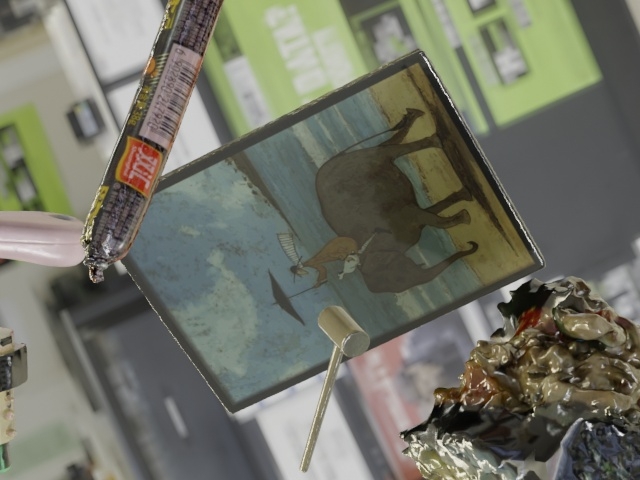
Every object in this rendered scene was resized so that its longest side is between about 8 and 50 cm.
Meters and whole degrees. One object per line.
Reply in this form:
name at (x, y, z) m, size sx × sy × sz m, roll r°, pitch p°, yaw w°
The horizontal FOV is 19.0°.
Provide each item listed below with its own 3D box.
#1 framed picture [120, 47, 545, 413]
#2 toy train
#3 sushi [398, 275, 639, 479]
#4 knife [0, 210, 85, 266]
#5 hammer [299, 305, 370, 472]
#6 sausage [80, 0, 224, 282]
framed picture at (0.000, 0.000, 1.754) m, size 0.265 × 0.347 × 0.016 m, roll 58°, pitch -165°, yaw -29°
toy train at (-0.292, 0.138, 1.623) m, size 0.087 × 0.050 × 0.138 m, roll 9°, pitch 107°, yaw 29°
sushi at (0.203, 0.150, 1.580) m, size 0.238 × 0.219 × 0.225 m, roll 5°, pitch 146°, yaw 48°
knife at (-0.356, -0.014, 1.618) m, size 0.081 × 0.335 × 0.043 m, roll 25°, pitch 107°, yaw 58°
hammer at (0.004, 0.096, 1.185) m, size 0.035 × 0.019 × 0.110 m, roll 47°, pitch 129°, yaw 51°
sausage at (-0.068, -0.074, 0.848) m, size 0.025 × 0.198 × 0.028 m, roll 7°, pitch 164°, yaw 42°
